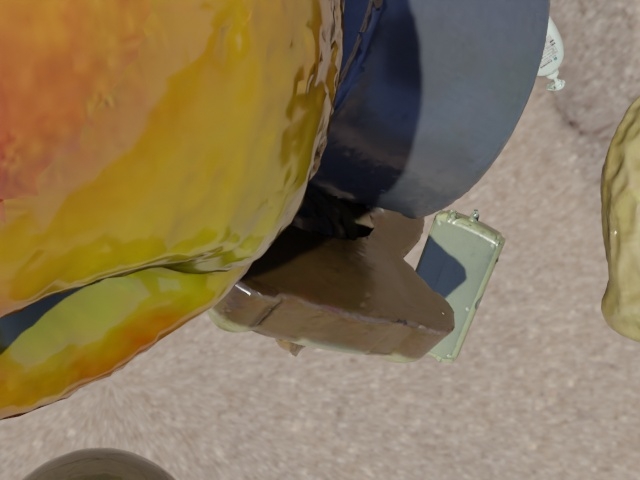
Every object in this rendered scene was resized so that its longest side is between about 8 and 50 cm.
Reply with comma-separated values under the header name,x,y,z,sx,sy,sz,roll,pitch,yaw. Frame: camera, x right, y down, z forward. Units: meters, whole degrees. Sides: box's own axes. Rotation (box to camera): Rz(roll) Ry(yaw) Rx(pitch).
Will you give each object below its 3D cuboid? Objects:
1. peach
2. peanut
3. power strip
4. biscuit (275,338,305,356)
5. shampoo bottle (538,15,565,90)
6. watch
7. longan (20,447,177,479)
name,x,y,z,sx,sy,sz,roll,pitch,yaw
peach,-0.172,-0.111,0.449,0.373,0.290,0.372,7,60,-12
peanut,0.239,-0.044,0.753,0.233,0.196,0.110,-45,58,-9
power strip,0.134,0.042,1.332,0.076,0.028,0.168,26,113,14
biscuit,-0.001,0.000,1.425,0.037,0.262,0.261,18,81,10
shampoo bottle,0.341,-0.285,1.977,0.077,0.045,0.152,-35,129,9
watch,0.032,-0.127,0.996,0.314,0.335,0.326,14,123,-28
longan,-0.279,0.412,1.650,0.300,0.243,0.300,4,77,-16
